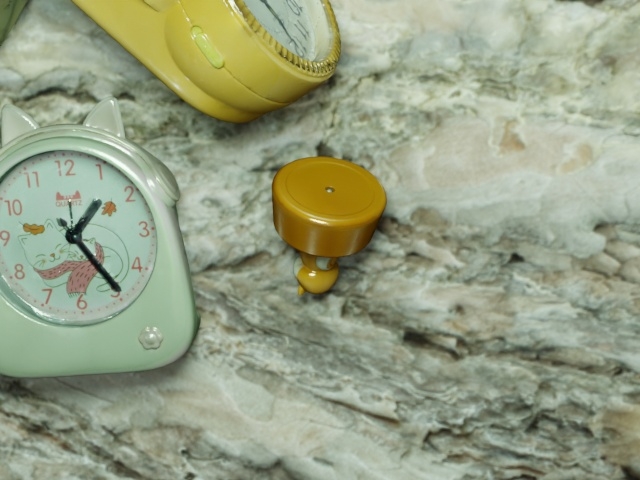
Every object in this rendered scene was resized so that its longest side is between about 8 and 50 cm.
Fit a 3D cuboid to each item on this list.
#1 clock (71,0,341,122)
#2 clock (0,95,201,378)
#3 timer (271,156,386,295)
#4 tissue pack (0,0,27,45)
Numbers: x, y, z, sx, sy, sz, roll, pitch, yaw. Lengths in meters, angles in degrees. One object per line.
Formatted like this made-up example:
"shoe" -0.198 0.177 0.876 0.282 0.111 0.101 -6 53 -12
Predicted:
"clock" -0.124 -0.274 1.750 0.200 0.244 0.317 -34 104 31
"clock" -0.280 -0.005 1.881 0.265 0.108 0.324 -2 102 6
"timer" 0.000 0.000 1.869 0.132 0.132 0.152 12 127 2
"tissue pack" -0.428 -0.417 1.749 0.331 0.205 0.405 33 104 1
